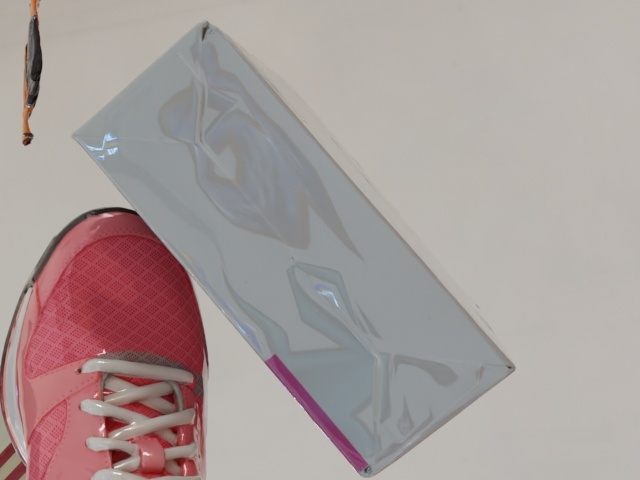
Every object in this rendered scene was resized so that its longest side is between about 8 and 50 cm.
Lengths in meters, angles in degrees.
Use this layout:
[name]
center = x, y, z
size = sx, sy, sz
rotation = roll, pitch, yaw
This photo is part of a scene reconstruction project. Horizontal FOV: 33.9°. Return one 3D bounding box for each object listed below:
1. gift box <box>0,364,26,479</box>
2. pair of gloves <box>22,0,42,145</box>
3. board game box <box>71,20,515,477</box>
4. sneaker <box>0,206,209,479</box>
[gift box]
center = -0.391, 0.297, 1.209
size = 0.276, 0.258, 0.255
rotation = 40, 169, 4
[pair of gloves]
center = -0.183, -0.108, 0.669
size = 0.083, 0.010, 0.074
rotation = 132, 137, -62
[board game box]
center = 0.000, 0.000, 0.641
size = 0.224, 0.097, 0.303
rotation = 50, -174, 3
[sneaker]
center = -0.089, 0.132, 0.514
size = 0.136, 0.116, 0.313
rotation = -18, 66, 56
